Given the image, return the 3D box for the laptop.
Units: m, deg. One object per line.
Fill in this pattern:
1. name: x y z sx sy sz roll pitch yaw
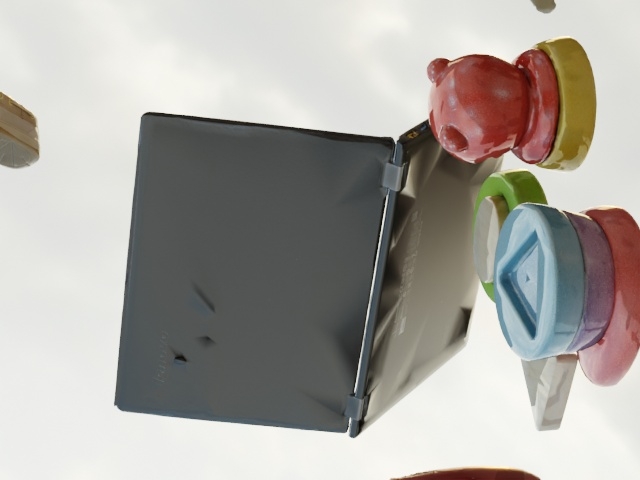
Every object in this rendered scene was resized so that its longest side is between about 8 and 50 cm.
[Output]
1. laptop: 0.000 0.000 2.210 0.236 0.382 0.408 25 -146 25

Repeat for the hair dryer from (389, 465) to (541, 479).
1. hair dryer: 0.206 0.312 2.275 0.293 0.080 0.223 9 -175 35

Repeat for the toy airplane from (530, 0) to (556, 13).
1. toy airplane: 0.268 -0.346 1.807 0.384 0.386 0.272 -27 -86 -17

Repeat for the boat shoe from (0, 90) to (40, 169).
1. boat shoe: -0.335 -0.131 1.871 0.170 0.063 0.059 37 -139 -37

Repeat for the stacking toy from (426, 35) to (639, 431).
1. stacking toy: 0.159 0.005 1.727 0.130 0.279 0.309 -2 -126 -17
